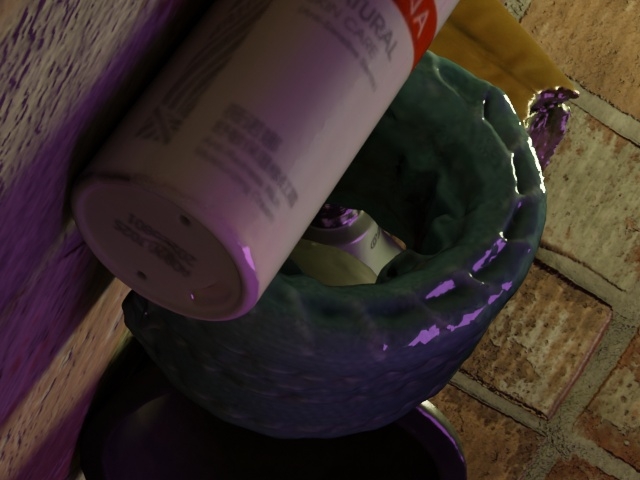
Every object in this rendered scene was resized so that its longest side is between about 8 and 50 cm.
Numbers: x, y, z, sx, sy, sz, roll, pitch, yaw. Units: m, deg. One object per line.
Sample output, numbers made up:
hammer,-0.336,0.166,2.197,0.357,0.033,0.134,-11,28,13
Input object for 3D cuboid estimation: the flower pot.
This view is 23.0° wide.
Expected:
flower pot,-0.028,0.107,1.137,0.269,0.269,0.166,115,-14,-49

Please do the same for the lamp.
lamp,0.020,0.048,1.505,0.182,0.182,0.314,-59,170,-19

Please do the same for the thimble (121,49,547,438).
thimble,0.000,0.000,0.865,0.235,0.198,0.143,-20,156,-27

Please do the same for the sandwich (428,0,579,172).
sandwich,0.154,-0.144,1.590,0.227,0.198,0.155,-55,173,-48

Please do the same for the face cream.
face cream,0.009,-0.117,0.775,0.345,0.102,0.102,-58,175,-31
